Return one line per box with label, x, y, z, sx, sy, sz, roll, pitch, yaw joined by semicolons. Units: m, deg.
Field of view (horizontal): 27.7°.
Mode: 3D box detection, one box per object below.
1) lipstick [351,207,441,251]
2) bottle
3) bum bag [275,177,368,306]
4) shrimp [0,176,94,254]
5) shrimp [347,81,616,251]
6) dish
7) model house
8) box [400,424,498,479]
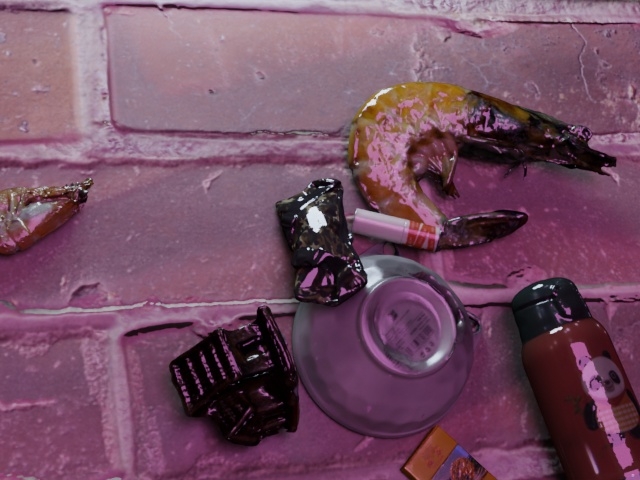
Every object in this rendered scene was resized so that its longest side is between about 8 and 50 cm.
lipstick;0.112;-0.015;1.930;0.131;0.038;0.038;14;66;1
bottle;0.378;0.218;1.898;0.144;0.144;0.336;-15;74;-23
bum bag;-0.001;0.001;1.856;0.102;0.069;0.248;-23;41;10
shrimp;-0.389;-0.043;1.780;0.184;0.043;0.091;-25;77;-24
shrimp;0.257;-0.111;2.013;0.445;0.085;0.272;4;75;-15
dish;0.109;0.134;1.845;0.303;0.120;0.303;6;70;-16
model house;-0.115;0.197;1.749;0.152;0.106;0.165;-18;73;-26
box;0.196;0.346;1.849;0.155;0.023;0.087;42;66;0
